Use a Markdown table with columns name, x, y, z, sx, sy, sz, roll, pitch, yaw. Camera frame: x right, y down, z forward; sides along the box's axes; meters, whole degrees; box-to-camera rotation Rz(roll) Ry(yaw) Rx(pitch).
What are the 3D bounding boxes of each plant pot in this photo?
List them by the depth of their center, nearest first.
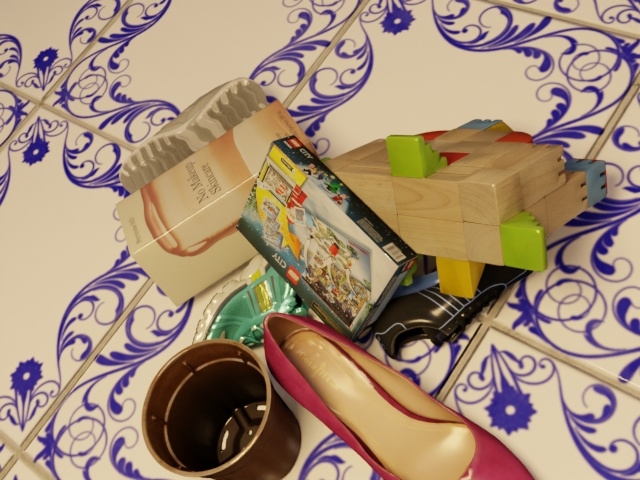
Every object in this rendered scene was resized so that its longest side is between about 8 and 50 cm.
| name | x | y | z | sx | sy | sz | roll | pitch | yaw |
| --- | --- | --- | --- | --- | --- | --- | --- | --- | --- |
| plant pot | -0.109 | 0.232 | 1.016 | 0.167 | 0.165 | 0.167 | -10 | 57 | 16 |

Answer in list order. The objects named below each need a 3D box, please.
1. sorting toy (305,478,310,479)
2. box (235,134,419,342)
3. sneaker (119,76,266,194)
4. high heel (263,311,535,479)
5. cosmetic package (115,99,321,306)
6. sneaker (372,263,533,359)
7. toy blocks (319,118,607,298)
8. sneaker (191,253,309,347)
| name | x | y | z | sx | sy | sz | roll | pitch | yaw |
| --- | --- | --- | --- | --- | --- | --- | --- | --- | --- |
| sorting toy | -0.009 | 0.347 | 0.985 | 0.075 | 0.045 | 0.083 | 32 | 75 | 26 |
| box | 0.000 | 0.000 | 1.043 | 0.044 | 0.159 | 0.233 | -24 | 62 | -43 |
| sneaker | -0.208 | -0.167 | 1.359 | 0.281 | 0.105 | 0.115 | -34 | 20 | 4 |
| high heel | 0.083 | 0.211 | 0.941 | 0.377 | 0.181 | 0.127 | 24 | 72 | 32 |
| cosmetic package | -0.137 | -0.058 | 1.208 | 0.296 | 0.129 | 0.153 | -34 | 40 | -1 |
| sneaker | 0.177 | 0.080 | 1.054 | 0.232 | 0.081 | 0.090 | -22 | 63 | 12 |
| toy blocks | 0.180 | -0.078 | 1.052 | 0.381 | 0.190 | 0.261 | 9 | 28 | 45 |
| sneaker | -0.076 | 0.095 | 1.129 | 0.110 | 0.107 | 0.275 | 34 | 77 | 25 |
